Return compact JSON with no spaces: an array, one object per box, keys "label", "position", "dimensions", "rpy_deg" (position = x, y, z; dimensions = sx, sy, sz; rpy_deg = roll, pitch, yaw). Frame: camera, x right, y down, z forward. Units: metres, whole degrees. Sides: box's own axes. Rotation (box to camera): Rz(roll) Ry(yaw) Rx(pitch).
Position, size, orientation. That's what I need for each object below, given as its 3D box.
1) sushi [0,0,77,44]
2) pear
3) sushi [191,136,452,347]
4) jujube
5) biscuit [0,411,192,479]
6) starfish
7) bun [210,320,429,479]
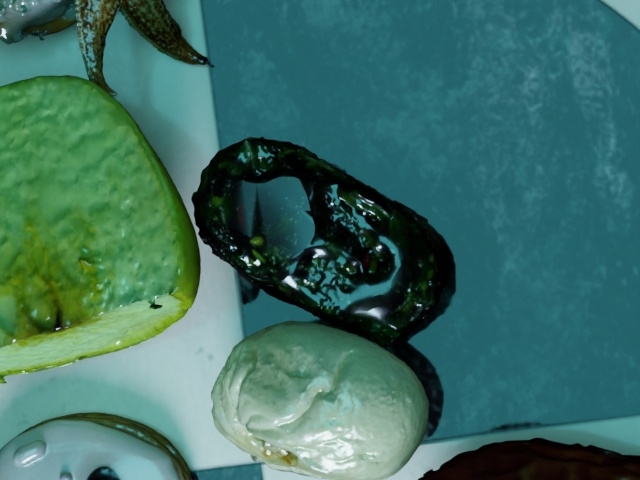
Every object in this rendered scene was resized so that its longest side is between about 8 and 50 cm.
[{"label":"sushi","position":[-0.296,-0.224,1.536],"dimensions":[0.226,0.103,0.097],"rpy_deg":[7,103,5]},{"label":"pear","position":[-0.230,-0.017,1.501],"dimensions":[0.288,0.139,0.239],"rpy_deg":[-19,79,21]},{"label":"sushi","position":[0.000,0.000,1.470],"dimensions":[0.225,0.127,0.124],"rpy_deg":[31,93,6]},{"label":"jujube","position":[0.191,0.252,1.401],"dimensions":[0.290,0.197,0.197],"rpy_deg":[-7,87,-7]},{"label":"biscuit","position":[-0.213,0.244,1.533],"dimensions":[0.208,0.049,0.181],"rpy_deg":[-20,86,9]},{"label":"starfish","position":[-0.174,-0.239,1.501],"dimensions":[0.238,0.057,0.213],"rpy_deg":[36,66,-22]},{"label":"bun","position":[-0.006,0.146,1.451],"dimensions":[0.188,0.164,0.111],"rpy_deg":[15,55,14]}]
